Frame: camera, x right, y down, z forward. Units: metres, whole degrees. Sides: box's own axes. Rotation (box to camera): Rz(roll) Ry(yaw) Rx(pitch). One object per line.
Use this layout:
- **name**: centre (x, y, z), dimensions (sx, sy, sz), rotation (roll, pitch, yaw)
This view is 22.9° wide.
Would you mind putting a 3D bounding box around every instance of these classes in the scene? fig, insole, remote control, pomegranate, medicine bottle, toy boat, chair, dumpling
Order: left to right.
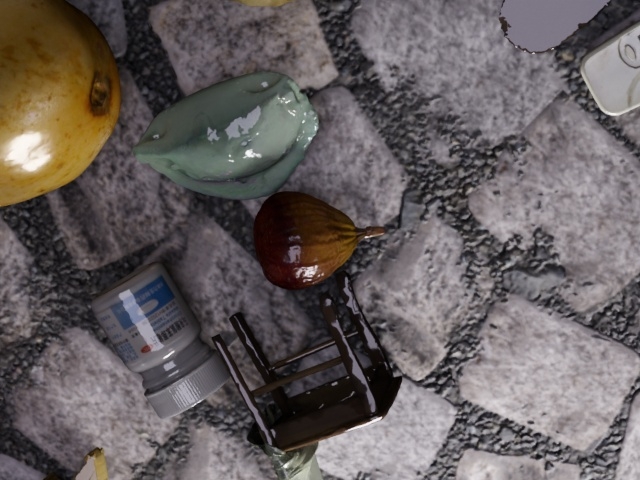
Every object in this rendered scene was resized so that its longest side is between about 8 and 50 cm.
- **pomegranate**: centre (-0.366, -0.167, 1.758), dimensions (0.307, 0.307, 0.307), rotation (1, 102, 6)
- **toy boat**: centre (-0.335, 0.338, 1.977), dimensions (0.077, 0.057, 0.200), rotation (40, 103, 3)
- **medicine bottle**: centre (-0.192, 0.118, 1.889), dimensions (0.105, 0.105, 0.168), rotation (-30, 97, 11)
- **dumpling**: centre (-0.105, -0.109, 1.830), dimensions (0.217, 0.105, 0.149), rotation (-17, 100, 9)
- **fig**: centre (-0.014, 0.000, 1.861), dimensions (0.119, 0.153, 0.119), rotation (0, 91, 42)
- **chair**: centre (0.009, 0.221, 1.864), dimensions (0.186, 0.160, 0.319), rotation (-22, 96, 12)
- **insole**: centre (0.318, -0.352, 1.783), dimensions (0.111, 0.007, 0.327), rotation (33, 104, -3)
- **remote control**: centre (0.406, -0.225, 1.778), dimensions (0.230, 0.049, 0.090), rotation (-28, 97, 12)

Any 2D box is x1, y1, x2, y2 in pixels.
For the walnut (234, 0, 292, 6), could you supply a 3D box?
- **walnut**: centre (-0.074, -0.389, 1.690), dimensions (0.227, 0.283, 0.282), rotation (25, 105, 26)
